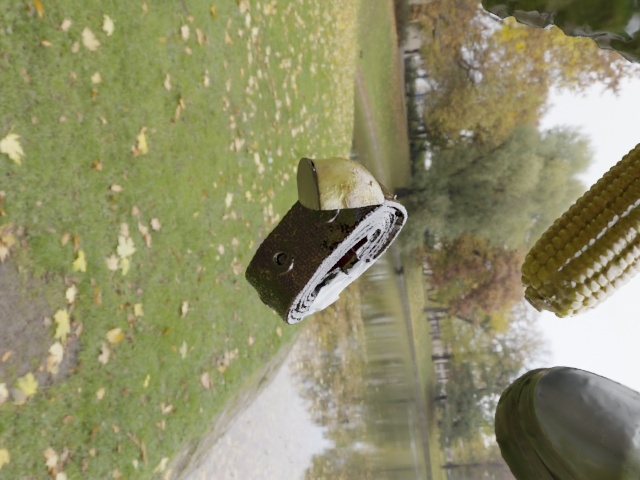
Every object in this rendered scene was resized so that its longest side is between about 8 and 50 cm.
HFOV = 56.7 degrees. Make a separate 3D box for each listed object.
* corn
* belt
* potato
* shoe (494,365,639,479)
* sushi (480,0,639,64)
[{"bbox_3d":[0.394,-0.044,0.726,0.120,0.363,0.120,43,12,-12],"label":"corn"},{"bbox_3d":[0.000,0.000,1.032,0.164,0.289,0.184,45,2,24],"label":"belt"},{"bbox_3d":[0.030,-0.078,0.777,0.096,0.103,0.066,-146,-127,-65],"label":"potato"},{"bbox_3d":[0.231,0.143,0.276,0.109,0.293,0.149,-43,160,-27],"label":"shoe"},{"bbox_3d":[0.237,-0.266,0.436,0.352,0.294,0.178,-46,157,-49],"label":"sushi"}]
